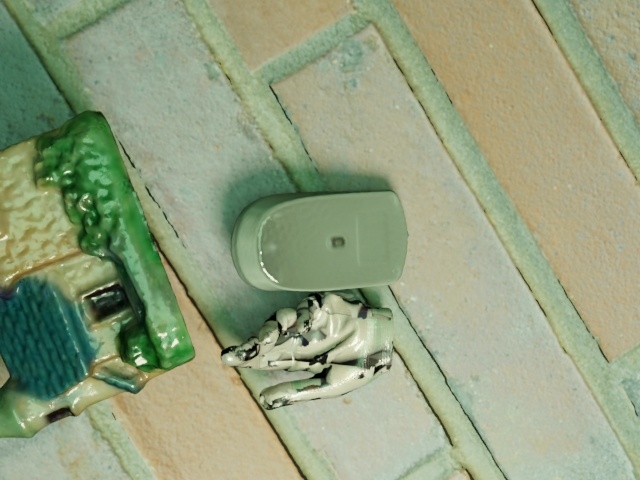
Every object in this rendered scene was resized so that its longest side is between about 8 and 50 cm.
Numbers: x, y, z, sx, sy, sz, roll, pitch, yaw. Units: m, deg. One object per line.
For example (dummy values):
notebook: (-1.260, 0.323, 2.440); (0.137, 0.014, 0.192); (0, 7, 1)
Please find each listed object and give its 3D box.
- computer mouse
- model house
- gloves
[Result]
computer mouse: (0.000, 0.000, 1.306); (0.230, 0.079, 0.128); (-1, 97, -20)
model house: (-0.320, 0.053, 1.195); (0.280, 0.245, 0.312); (-21, 89, -10)
gloves: (-0.018, 0.130, 1.297); (0.212, 0.111, 0.128); (1, 120, -8)
